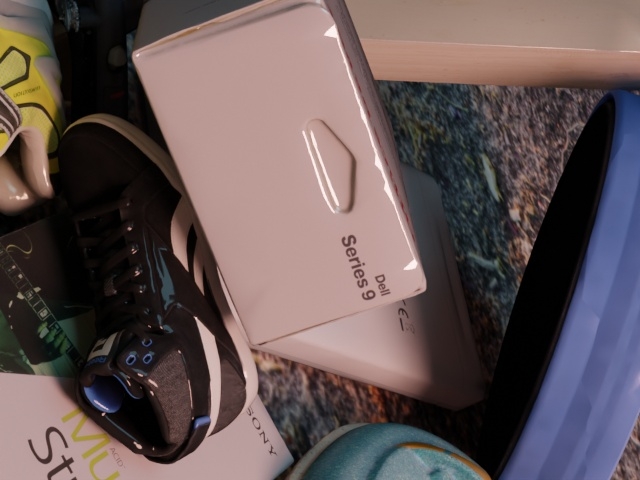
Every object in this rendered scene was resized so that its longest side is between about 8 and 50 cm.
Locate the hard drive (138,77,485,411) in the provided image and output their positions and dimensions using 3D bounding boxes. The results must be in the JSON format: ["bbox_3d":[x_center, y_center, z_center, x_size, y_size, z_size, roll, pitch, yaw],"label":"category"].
[{"bbox_3d":[0.000,0.000,1.283,0.353,0.047,0.233,23,48,-47],"label":"hard drive"}]

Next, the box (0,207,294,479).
[{"bbox_3d":[-0.159,0.107,0.955,0.232,0.058,0.322,61,29,-1],"label":"box"}]

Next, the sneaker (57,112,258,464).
[{"bbox_3d":[-0.117,0.032,0.939,0.217,0.079,0.121,64,30,-7],"label":"sneaker"}]

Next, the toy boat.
[{"bbox_3d":[0.110,0.258,1.090,0.318,0.148,0.267,51,25,5],"label":"toy boat"}]

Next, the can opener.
[{"bbox_3d":[-0.149,-0.112,1.053,0.073,0.186,0.059,-12,33,-29],"label":"can opener"}]

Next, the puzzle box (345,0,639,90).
[{"bbox_3d":[0.088,-0.250,1.347,0.409,0.052,0.272,3,51,-3],"label":"puzzle box"}]

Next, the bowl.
[{"bbox_3d":[0.217,0.056,1.283,0.077,0.391,0.391,18,39,1],"label":"bowl"}]

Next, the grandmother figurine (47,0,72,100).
[{"bbox_3d":[-0.190,-0.277,1.186,0.342,0.104,0.208,-88,165,-44],"label":"grandmother figurine"}]

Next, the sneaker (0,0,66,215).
[{"bbox_3d":[-0.252,-0.090,0.860,0.384,0.145,0.147,-5,72,-65],"label":"sneaker"}]

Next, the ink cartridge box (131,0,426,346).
[{"bbox_3d":[-0.027,-0.095,1.024,0.289,0.121,0.211,-95,165,-67],"label":"ink cartridge box"}]
